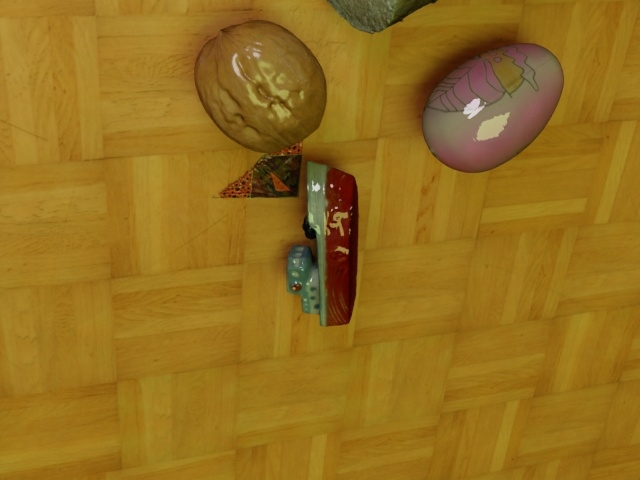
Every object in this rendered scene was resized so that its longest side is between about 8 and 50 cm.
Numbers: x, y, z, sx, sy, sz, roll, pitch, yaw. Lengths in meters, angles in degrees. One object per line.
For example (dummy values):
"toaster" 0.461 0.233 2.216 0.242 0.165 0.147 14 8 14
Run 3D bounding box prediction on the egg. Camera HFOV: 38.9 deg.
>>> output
"egg" 0.306 -0.239 1.605 0.271 0.196 0.196 -41 127 13

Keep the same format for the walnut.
"walnut" -0.095 -0.250 1.453 0.195 0.195 0.221 -39 120 7

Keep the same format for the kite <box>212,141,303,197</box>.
"kite" -0.076 -0.115 1.661 0.222 0.008 0.125 -40 130 9

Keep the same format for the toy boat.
"toy boat" 0.000 0.000 1.694 0.133 0.145 0.331 6 124 8

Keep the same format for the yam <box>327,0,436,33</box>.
"yam" 0.163 -0.480 1.369 0.348 0.241 0.241 -29 128 -4
